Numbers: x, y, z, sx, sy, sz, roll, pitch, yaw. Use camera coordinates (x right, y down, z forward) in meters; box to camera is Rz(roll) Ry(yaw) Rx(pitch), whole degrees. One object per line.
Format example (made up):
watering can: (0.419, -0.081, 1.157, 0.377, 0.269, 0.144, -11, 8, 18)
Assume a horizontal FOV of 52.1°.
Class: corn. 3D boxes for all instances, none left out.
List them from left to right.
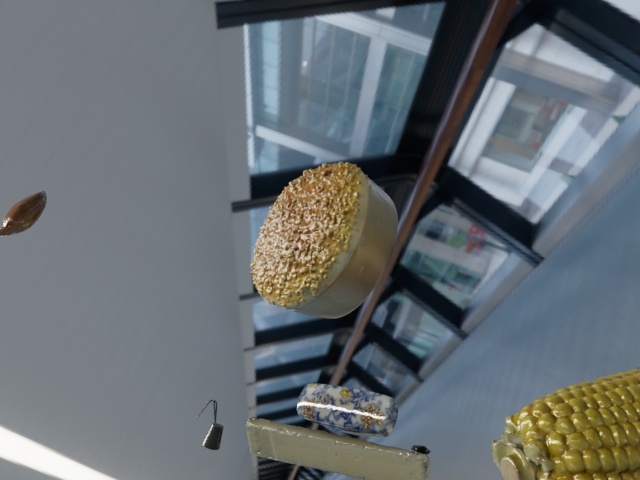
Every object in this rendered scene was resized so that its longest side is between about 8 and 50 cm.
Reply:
corn: (0.379, 0.201, 0.702, 0.144, 0.388, 0.143, 168, 90, -84)

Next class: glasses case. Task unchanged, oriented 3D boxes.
glasses case: (0.050, 0.348, 1.347, 0.065, 0.248, 0.086, 38, -119, -39)

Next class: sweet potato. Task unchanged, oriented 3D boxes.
sweet potato: (-0.376, -0.036, 0.836, 0.095, 0.034, 0.034, -68, -5, -46)

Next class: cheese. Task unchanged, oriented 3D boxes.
cheese: (0.025, 0.425, 1.306, 0.034, 0.401, 0.085, -28, -61, -60)

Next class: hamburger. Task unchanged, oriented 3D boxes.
hamburger: (0.000, 0.000, 1.165, 0.302, 0.170, 0.301, -45, 31, 37)

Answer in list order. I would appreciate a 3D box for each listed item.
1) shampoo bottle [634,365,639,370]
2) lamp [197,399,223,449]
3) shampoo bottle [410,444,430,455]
shampoo bottle: (0.615, 0.241, 1.193, 0.204, 0.065, 0.065, -46, 1, 17)
lamp: (-0.199, 0.337, 1.207, 0.121, 0.041, 0.054, -162, 90, -73)
shampoo bottle: (0.146, 0.513, 1.301, 0.068, 0.067, 0.236, -10, 34, 48)
